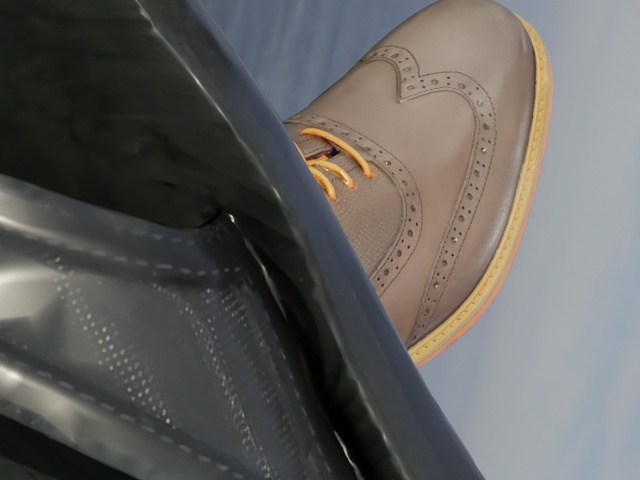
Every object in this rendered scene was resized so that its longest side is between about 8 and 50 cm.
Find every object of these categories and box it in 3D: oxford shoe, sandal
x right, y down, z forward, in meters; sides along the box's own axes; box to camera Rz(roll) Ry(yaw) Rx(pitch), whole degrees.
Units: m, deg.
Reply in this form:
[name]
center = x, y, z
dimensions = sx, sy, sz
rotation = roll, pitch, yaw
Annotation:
[oxford shoe]
center = 0.000, 0.000, 0.877
dimensions = 0.364, 0.130, 0.133
rotation = -55, 154, -27
[sandal]
center = -0.060, 0.050, 0.434
dimensions = 0.167, 0.446, 0.107
rotation = -34, -169, 31
